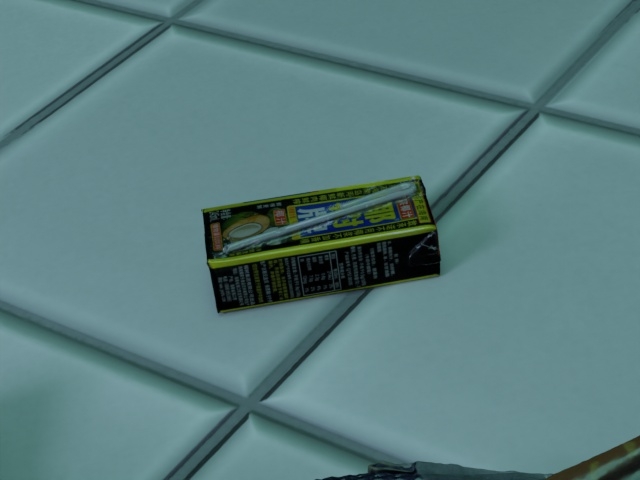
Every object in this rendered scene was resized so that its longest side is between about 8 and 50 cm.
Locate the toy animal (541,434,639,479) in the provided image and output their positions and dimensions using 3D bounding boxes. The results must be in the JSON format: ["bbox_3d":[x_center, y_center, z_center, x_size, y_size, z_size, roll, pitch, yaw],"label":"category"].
[{"bbox_3d":[0.054,0.145,0.665,0.229,0.066,0.224,-1,48,28],"label":"toy animal"}]

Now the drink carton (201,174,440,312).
[{"bbox_3d":[0.000,0.000,1.094,0.165,0.056,0.071,-10,39,-2],"label":"drink carton"}]

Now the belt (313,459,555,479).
[{"bbox_3d":[0.088,0.191,0.764,0.230,0.126,0.139,1,10,13],"label":"belt"}]
